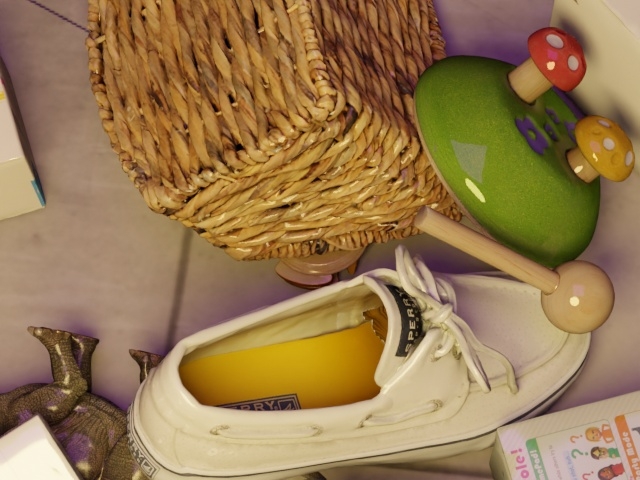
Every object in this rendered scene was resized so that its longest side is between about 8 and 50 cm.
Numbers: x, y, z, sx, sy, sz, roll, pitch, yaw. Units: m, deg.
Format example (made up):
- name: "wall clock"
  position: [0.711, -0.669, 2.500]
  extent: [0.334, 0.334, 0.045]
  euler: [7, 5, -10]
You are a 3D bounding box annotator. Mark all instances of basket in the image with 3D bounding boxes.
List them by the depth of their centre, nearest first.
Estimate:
- name: "basket"
  position: [-0.037, -0.131, 1.372]
  extent: [0.213, 0.223, 0.299]
  euler: [-29, 57, 26]

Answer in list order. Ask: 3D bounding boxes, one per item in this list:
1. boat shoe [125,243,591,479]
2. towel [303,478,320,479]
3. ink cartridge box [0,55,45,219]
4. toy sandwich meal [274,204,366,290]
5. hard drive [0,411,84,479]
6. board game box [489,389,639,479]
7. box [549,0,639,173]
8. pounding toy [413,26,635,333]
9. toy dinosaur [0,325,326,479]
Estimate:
- name: "boat shoe"
  position: [0.050, 0.069, 1.214]
  extent: [0.367, 0.156, 0.136]
  euler: [-9, 62, -24]
- name: "towel"
  position: [0.137, 0.312, 1.130]
  extent: [0.370, 0.040, 0.271]
  euler: [8, 81, 19]
- name: "ink cartridge box"
  position: [-0.284, -0.093, 1.383]
  extent: [0.090, 0.092, 0.143]
  euler: [-18, 66, -5]
- name: "toy sandwich meal"
  position: [0.000, 0.000, 1.367]
  extent: [0.085, 0.029, 0.085]
  euler: [-2, 60, 3]
- name: "hard drive"
  position: [-0.277, 0.309, 1.175]
  extent: [0.353, 0.047, 0.233]
  euler: [-33, 94, -6]
- name: "board game box"
  position: [0.295, 0.209, 1.227]
  extent: [0.303, 0.097, 0.224]
  euler: [-13, 68, -4]
- name: "box"
  position: [0.376, -0.191, 1.356]
  extent: [0.345, 0.168, 0.215]
  euler: [-34, 70, -12]
- name: "pounding toy"
  position: [0.167, -0.066, 1.277]
  extent: [0.183, 0.110, 0.237]
  euler: [37, 34, -24]
- name: "toy dinosaur"
  position: [-0.158, 0.155, 1.276]
  extent: [0.313, 0.121, 0.160]
  euler: [16, 86, -6]
